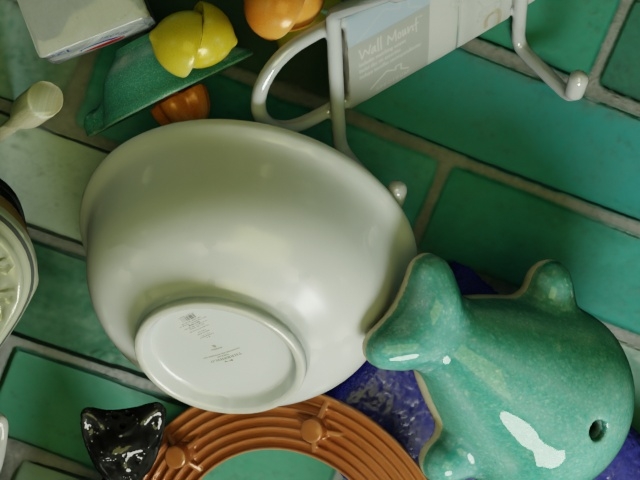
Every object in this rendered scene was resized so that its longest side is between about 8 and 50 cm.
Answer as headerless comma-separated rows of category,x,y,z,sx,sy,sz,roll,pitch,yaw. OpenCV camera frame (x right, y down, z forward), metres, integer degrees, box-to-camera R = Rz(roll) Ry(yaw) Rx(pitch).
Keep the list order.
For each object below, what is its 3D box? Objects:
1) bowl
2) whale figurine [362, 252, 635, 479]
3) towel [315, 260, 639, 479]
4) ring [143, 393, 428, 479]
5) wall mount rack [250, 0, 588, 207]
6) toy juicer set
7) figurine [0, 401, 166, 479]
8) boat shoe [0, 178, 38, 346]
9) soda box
bowl,-0.071,0.050,1.440,0.298,0.134,0.298,6,137,5
whale figurine,0.159,0.116,1.452,0.272,0.141,0.216,37,84,-39
towel,0.153,0.195,1.614,0.227,0.076,0.308,-45,105,0
ring,-0.039,0.297,1.557,0.337,0.032,0.336,2,96,21
wall mount rack,0.117,-0.182,1.378,0.350,0.130,0.304,-31,151,-18
toy juicer set,-0.126,-0.129,1.418,0.329,0.209,0.089,-26,96,1
figurine,-0.240,0.217,1.475,0.215,0.092,0.209,-3,133,-16
boat shoe,-0.412,0.130,1.494,0.187,0.156,0.500,37,110,-16
soda box,-0.228,-0.291,1.392,0.098,0.091,0.286,-21,92,0
